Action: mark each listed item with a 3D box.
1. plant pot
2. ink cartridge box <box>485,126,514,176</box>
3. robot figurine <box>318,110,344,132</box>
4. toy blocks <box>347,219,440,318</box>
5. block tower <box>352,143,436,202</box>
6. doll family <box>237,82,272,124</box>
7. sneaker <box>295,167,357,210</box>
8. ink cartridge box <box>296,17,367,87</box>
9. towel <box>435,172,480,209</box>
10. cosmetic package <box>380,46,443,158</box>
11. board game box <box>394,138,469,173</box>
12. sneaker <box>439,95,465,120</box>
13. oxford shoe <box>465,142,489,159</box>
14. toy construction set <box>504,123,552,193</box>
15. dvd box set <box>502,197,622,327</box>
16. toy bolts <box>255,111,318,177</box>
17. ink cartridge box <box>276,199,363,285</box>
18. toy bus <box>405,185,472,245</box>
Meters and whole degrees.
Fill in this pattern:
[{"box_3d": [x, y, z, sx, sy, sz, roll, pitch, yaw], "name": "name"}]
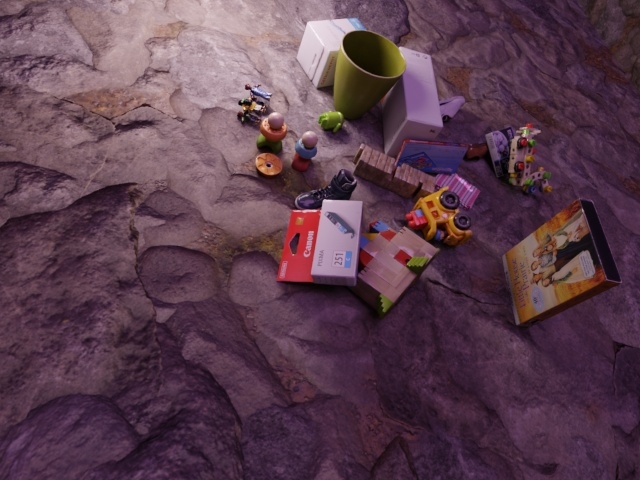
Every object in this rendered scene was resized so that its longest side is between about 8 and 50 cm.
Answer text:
[{"box_3d": [0.165, -0.658, 1.753, 0.275, 0.293, 0.274, 9, 58, -15], "name": "plant pot"}, {"box_3d": [0.878, -0.423, 1.975, 0.208, 0.045, 0.206, -22, 97, -30], "name": "ink cartridge box"}, {"box_3d": [0.049, -0.503, 1.758, 0.115, 0.067, 0.101, -13, 55, -26], "name": "robot figurine"}, {"box_3d": [0.209, 0.067, 1.442, 0.261, 0.190, 0.381, 37, 56, 17], "name": "toy blocks"}, {"box_3d": [0.291, -0.263, 1.692, 0.335, 0.091, 0.097, 25, 55, -4], "name": "block tower"}, {"box_3d": [-0.270, -0.548, 1.672, 0.111, 0.076, 0.193, 20, 51, -3], "name": "doll family"}, {"box_3d": [0.026, -0.183, 1.510, 0.226, 0.163, 0.086, -14, 69, -25], "name": "sneaker"}, {"box_3d": [0.071, -0.840, 1.883, 0.270, 0.198, 0.197, -21, 71, -29], "name": "ink cartridge box"}, {"box_3d": [0.588, -0.231, 1.818, 0.197, 0.029, 0.144, 38, 55, 4], "name": "towel"}, {"box_3d": [0.383, -0.593, 1.835, 0.162, 0.230, 0.453, 9, 58, -14], "name": "cosmetic package"}, {"box_3d": [0.459, -0.348, 1.754, 0.281, 0.145, 0.027, 1, 48, -13], "name": "board game box"}, {"box_3d": [0.621, -0.631, 2.039, 0.235, 0.090, 0.094, -26, 85, -26], "name": "sneaker"}, {"box_3d": [0.748, -0.418, 1.972, 0.212, 0.076, 0.076, -14, 97, -29], "name": "oxford shoe"}, {"box_3d": [0.935, -0.372, 1.888, 0.215, 0.151, 0.327, -2, 86, -18], "name": "toy construction set"}, {"box_3d": [0.812, 0.093, 1.475, 0.062, 0.420, 0.307, 10, 59, -11], "name": "dvd box set"}, {"box_3d": [-0.122, -0.345, 1.550, 0.229, 0.158, 0.218, 15, 57, -11], "name": "toy bolts"}, {"box_3d": [0.000, 0.000, 1.388, 0.261, 0.066, 0.296, 2, 57, 11], "name": "ink cartridge box"}, {"box_3d": [0.440, -0.069, 1.613, 0.211, 0.149, 0.220, -19, 71, -14], "name": "toy bus"}]
